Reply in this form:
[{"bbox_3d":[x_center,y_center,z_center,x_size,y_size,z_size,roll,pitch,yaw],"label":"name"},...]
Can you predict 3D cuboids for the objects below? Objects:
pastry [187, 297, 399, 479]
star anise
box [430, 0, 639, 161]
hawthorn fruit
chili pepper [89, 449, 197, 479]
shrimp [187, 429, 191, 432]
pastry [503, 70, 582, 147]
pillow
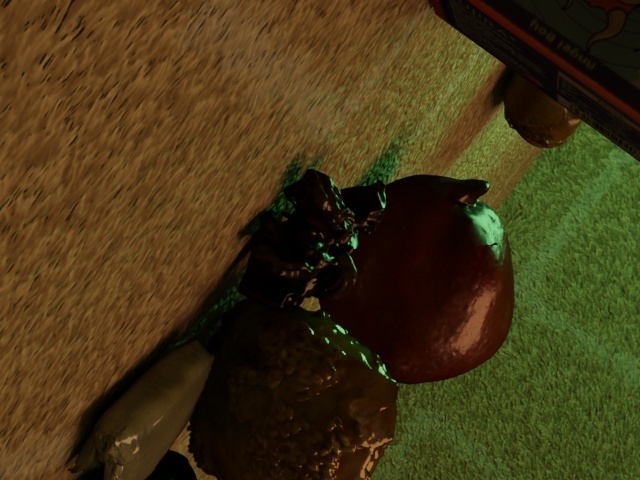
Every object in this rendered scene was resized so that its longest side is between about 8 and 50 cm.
[{"bbox_3d":[-0.051,0.196,1.499,0.162,0.311,0.255,6,91,-34],"label":"pastry"},{"bbox_3d":[0.000,0.000,1.458,0.190,0.126,0.220,-58,165,12],"label":"star anise"},{"bbox_3d":[0.328,-0.287,1.289,0.318,0.349,0.257,-52,169,5],"label":"box"},{"bbox_3d":[0.136,0.055,1.830,0.295,0.295,0.311,-42,130,-43],"label":"hawthorn fruit"},{"bbox_3d":[-0.229,0.396,1.524,0.257,0.249,0.233,-38,135,-37],"label":"chili pepper"},{"bbox_3d":[-0.155,0.253,1.800,0.165,0.065,0.056,27,69,-74],"label":"shrimp"},{"bbox_3d":[0.454,-0.315,2.239,0.356,0.164,0.356,-53,169,-14],"label":"pastry"},{"bbox_3d":[-0.188,0.195,1.412,0.181,0.078,0.134,-45,168,-41],"label":"pillow"}]
